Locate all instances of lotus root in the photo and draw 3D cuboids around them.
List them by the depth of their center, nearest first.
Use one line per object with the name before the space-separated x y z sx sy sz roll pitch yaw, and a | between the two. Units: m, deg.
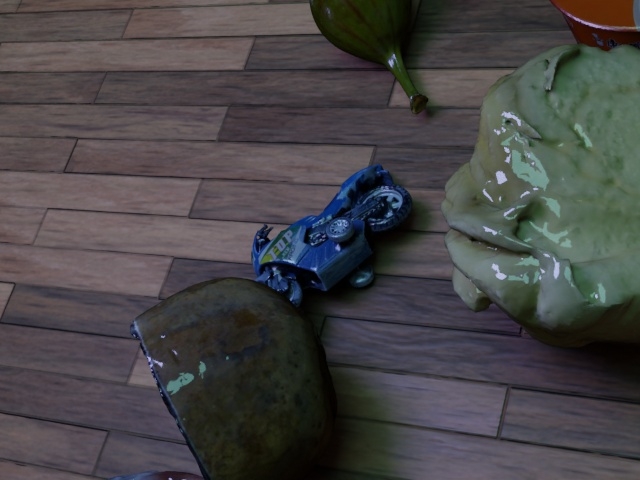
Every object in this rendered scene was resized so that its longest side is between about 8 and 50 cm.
lotus root | -0.081 0.170 1.274 0.192 0.272 0.272 -30 50 -15

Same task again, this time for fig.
fig | 0.091 -0.286 1.550 0.151 0.151 0.259 -36 77 1

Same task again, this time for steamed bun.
steamed bun | 0.293 -0.034 1.217 0.324 0.230 0.372 16 59 -1

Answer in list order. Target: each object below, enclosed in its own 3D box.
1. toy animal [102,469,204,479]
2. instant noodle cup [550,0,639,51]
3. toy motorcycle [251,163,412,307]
toy animal | -0.243 0.325 1.295 0.195 0.090 0.324 -40 17 -29
instant noodle cup | 0.398 -0.285 1.345 0.250 0.192 0.250 -12 56 19
toy motorcycle | 0.000 0.000 1.426 0.254 0.092 0.135 -39 42 -12
